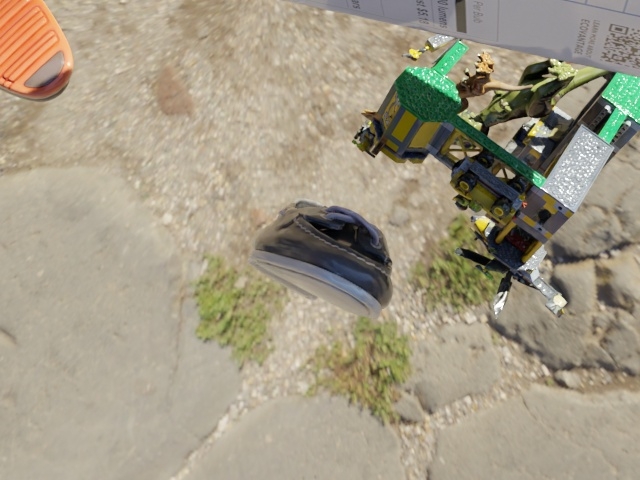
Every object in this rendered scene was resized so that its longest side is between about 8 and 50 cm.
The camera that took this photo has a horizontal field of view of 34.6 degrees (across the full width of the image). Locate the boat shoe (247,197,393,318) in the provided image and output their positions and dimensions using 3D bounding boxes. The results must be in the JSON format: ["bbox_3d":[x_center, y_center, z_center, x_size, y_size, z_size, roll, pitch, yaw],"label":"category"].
[{"bbox_3d":[0.000,0.000,0.915,0.112,0.335,0.095,29,85,-10],"label":"boat shoe"}]

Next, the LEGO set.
[{"bbox_3d":[0.176,-0.101,1.009,0.255,0.331,0.192,31,144,0],"label":"LEGO set"}]

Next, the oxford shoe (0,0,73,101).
[{"bbox_3d":[-0.313,-0.196,0.954,0.271,0.098,0.097,38,73,26],"label":"oxford shoe"}]

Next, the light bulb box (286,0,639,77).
[{"bbox_3d":[0.125,-0.266,0.532,0.361,0.358,0.225,15,79,12],"label":"light bulb box"}]
